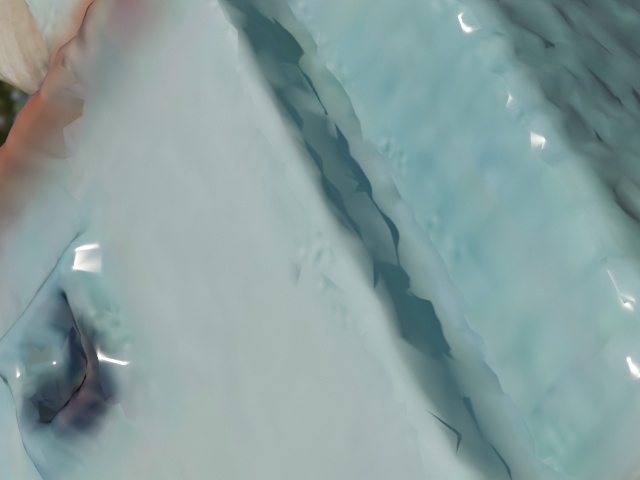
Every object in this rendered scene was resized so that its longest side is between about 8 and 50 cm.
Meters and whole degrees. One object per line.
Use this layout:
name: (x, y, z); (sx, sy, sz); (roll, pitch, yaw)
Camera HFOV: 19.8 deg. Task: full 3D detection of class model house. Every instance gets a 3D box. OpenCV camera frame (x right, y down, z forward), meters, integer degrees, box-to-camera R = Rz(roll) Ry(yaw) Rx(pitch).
model house: (0.000, 0.000, 0.540); (0.295, 0.252, 0.329); (-52, 59, 35)

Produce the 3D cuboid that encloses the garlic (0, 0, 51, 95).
garlic: (-0.129, -0.189, 0.875); (0.212, 0.219, 0.218); (55, -131, -62)
